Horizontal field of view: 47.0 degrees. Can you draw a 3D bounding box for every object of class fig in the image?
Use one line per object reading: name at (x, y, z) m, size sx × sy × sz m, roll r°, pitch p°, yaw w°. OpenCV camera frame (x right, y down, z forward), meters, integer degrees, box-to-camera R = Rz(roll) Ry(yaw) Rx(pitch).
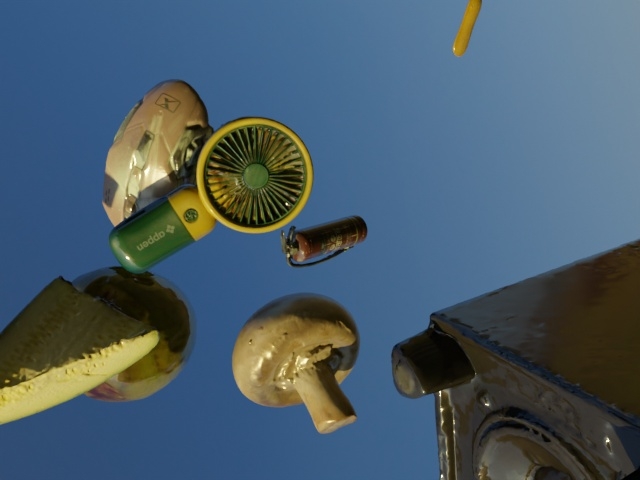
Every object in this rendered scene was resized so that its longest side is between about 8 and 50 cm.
fig at (-0.330, 0.152, 1.293) m, size 0.271 × 0.239 × 0.240 m, roll -22°, pitch -88°, yaw -59°

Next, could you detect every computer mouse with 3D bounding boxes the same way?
computer mouse at (-0.334, -0.125, 1.418) m, size 0.199 × 0.389 × 0.115 m, roll 28°, pitch -161°, yaw 15°

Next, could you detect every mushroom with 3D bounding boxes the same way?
mushroom at (-0.022, 0.195, 1.114) m, size 0.207 × 0.207 × 0.215 m, roll 15°, pitch -147°, yaw -47°

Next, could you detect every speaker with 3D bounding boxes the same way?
speaker at (0.196, 0.138, 0.418) m, size 0.253 × 0.184 × 0.232 m, roll -15°, pitch -69°, yaw -27°

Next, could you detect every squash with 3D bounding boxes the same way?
squash at (-0.348, 0.187, 0.949) m, size 0.169 × 0.093 × 0.252 m, roll 24°, pitch -130°, yaw 10°

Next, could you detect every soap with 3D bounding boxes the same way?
soap at (0.207, -0.304, 1.039) m, size 0.034 × 0.012 × 0.089 m, roll 9°, pitch -77°, yaw -54°

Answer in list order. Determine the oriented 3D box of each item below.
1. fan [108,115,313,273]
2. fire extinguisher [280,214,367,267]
fan at (-0.079, -0.030, 0.523) m, size 0.082 × 0.155 × 0.039 m, roll 60°, pitch 176°, yaw -17°
fire extinguisher at (0.000, 0.000, 0.993) m, size 0.158 × 0.043 × 0.064 m, roll -16°, pitch -59°, yaw -46°
